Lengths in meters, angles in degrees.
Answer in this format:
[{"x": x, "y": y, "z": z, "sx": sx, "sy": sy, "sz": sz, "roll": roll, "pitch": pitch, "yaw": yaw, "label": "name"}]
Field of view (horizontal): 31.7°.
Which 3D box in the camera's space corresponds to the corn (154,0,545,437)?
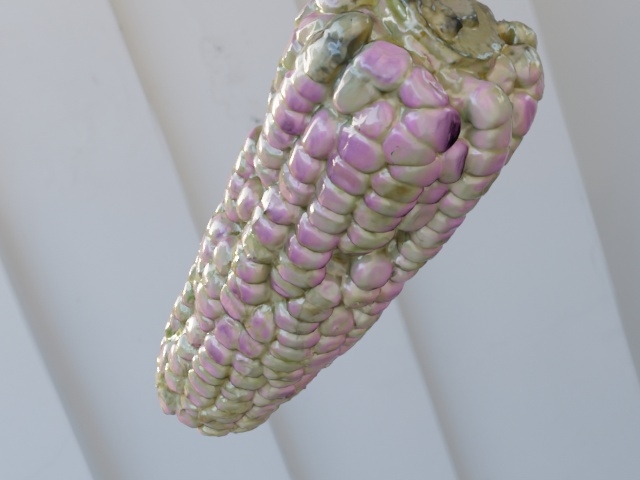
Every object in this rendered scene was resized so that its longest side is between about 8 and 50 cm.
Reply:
[{"x": -0.002, "y": 0.000, "z": 0.617, "sx": 0.127, "sy": 0.126, "sz": 0.335, "roll": -31, "pitch": -20, "yaw": -44, "label": "corn"}]
